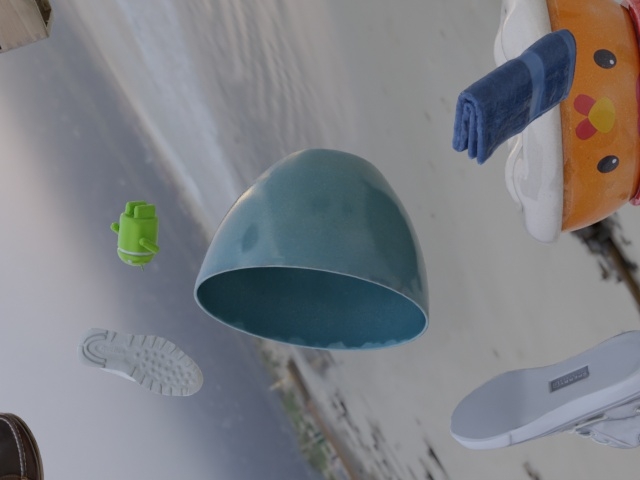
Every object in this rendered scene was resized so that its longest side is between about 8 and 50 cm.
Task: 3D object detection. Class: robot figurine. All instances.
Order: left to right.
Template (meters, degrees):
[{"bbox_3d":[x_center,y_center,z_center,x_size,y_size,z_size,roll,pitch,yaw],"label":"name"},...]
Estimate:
[{"bbox_3d":[-0.312,-0.008,1.932,0.101,0.067,0.115,22,111,39],"label":"robot figurine"}]

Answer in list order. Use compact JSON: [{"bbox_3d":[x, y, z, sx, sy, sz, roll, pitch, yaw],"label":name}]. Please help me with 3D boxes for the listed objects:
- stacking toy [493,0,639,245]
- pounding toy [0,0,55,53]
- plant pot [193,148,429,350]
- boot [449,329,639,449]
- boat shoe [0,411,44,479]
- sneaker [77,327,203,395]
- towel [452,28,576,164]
[{"bbox_3d":[0.471,-0.187,1.429,0.350,0.479,0.351,-6,-90,-84],"label":"stacking toy"},{"bbox_3d":[-0.383,-0.287,1.350,0.141,0.100,0.130,-109,1,-63],"label":"pounding toy"},{"bbox_3d":[0.000,0.000,1.420,0.290,0.290,0.195,69,-154,-65],"label":"plant pot"},{"bbox_3d":[0.276,0.192,1.221,0.123,0.258,0.095,46,-144,-29],"label":"boot"},{"bbox_3d":[-0.319,0.273,1.135,0.073,0.073,0.207,60,-161,-75],"label":"boat shoe"},{"bbox_3d":[-0.294,0.205,1.915,0.235,0.090,0.095,18,170,22],"label":"sneaker"},{"bbox_3d":[0.152,-0.112,0.867,0.029,0.119,0.067,38,149,32],"label":"towel"}]
